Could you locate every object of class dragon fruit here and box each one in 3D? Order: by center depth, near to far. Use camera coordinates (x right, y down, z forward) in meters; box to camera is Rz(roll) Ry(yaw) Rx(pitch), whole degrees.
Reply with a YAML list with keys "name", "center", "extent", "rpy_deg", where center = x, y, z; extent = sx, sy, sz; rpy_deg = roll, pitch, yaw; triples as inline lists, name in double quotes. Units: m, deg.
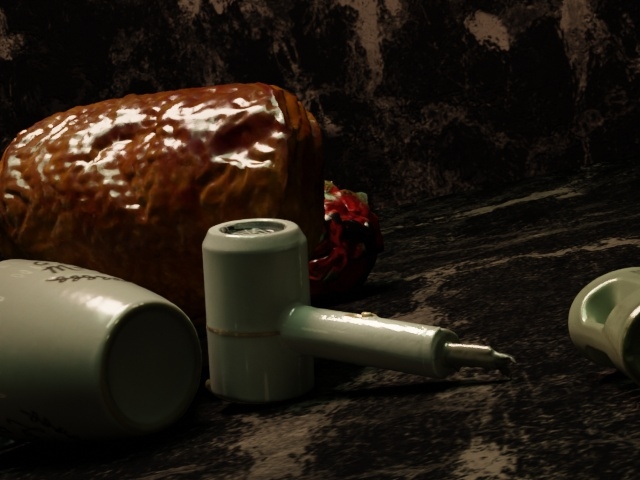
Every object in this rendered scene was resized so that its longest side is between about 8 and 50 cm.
- name: "dragon fruit"
  center: [0.000, 0.003, 2.439]
  extent: [0.182, 0.182, 0.188]
  rpy_deg: [-12, 25, 16]

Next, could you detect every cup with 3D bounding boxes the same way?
- name: "cup"
  center: [-0.217, 0.126, 1.783]
  extent: [0.234, 0.186, 0.258]
  rpy_deg: [3, -12, 43]

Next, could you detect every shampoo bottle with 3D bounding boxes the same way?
- name: "shampoo bottle"
  center: [0.275, 0.070, 1.460]
  extent: [0.118, 0.087, 0.234]
  rpy_deg: [-13, 5, -6]

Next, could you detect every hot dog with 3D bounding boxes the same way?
- name: "hot dog"
  center: [-0.172, -0.044, 1.921]
  extent: [0.387, 0.267, 0.174]
  rpy_deg: [-6, -20, 19]

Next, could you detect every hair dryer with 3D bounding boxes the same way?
- name: "hair dryer"
  center: [0.039, 0.082, 1.684]
  extent: [0.357, 0.173, 0.107]
  rpy_deg: [7, 17, 36]

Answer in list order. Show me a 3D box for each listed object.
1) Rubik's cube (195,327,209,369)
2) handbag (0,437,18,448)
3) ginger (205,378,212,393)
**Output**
- name: "Rubik's cube"
  center: [-0.168, 0.016, 2.129]
  extent: [0.264, 0.319, 0.319]
  rpy_deg: [11, 0, -13]
- name: "handbag"
  center: [-0.415, 0.162, 1.982]
  extent: [0.274, 0.100, 0.269]
  rpy_deg: [-4, 9, 22]
- name: "ginger"
  center: [-0.075, 0.143, 1.866]
  extent: [0.097, 0.030, 0.048]
  rpy_deg: [-14, -23, -39]
